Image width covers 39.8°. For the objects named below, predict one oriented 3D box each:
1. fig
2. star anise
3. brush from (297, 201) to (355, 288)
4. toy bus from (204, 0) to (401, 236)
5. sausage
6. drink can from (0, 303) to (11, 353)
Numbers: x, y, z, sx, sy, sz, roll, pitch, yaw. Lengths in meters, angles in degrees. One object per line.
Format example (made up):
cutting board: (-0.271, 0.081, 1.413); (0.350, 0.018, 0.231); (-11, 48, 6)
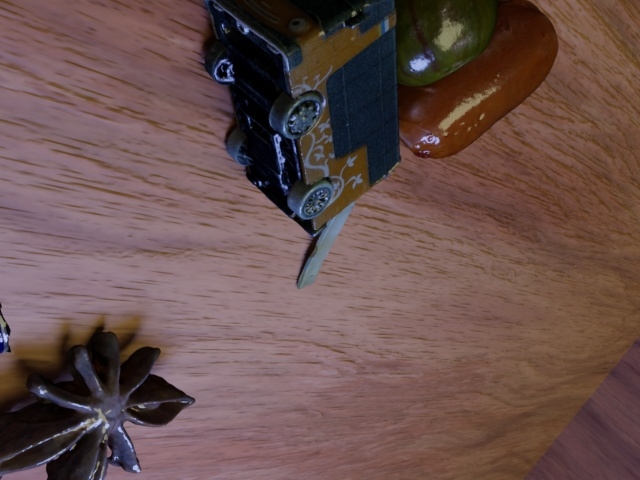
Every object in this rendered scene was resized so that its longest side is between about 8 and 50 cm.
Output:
fig: (0.096, -0.297, 0.931); (0.151, 0.151, 0.259); (-31, 114, -25)
star anise: (-0.275, 0.210, 1.026); (0.257, 0.111, 0.198); (-46, 127, -31)
brush: (0.000, 0.000, 1.200); (0.033, 0.030, 0.178); (-27, 154, -41)
toy bus: (-0.009, -0.155, 0.910); (0.167, 0.138, 0.275); (-38, 149, -18)
sausage: (0.192, -0.204, 1.105); (0.258, 0.133, 0.133); (-38, 147, -12)
drink can: (-0.401, 0.102, 0.769); (0.235, 0.097, 0.097); (-23, 141, -34)
